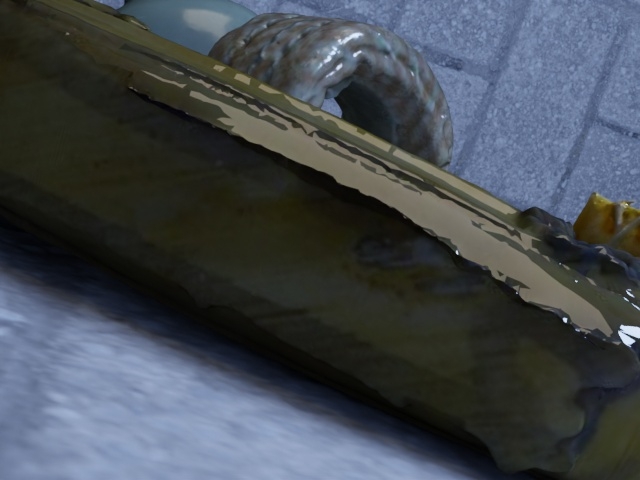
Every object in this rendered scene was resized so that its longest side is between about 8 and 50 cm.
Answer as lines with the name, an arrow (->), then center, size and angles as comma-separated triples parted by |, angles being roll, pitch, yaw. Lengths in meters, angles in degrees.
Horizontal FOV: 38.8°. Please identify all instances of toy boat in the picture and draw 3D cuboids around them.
toy boat -> 0.000, 0.000, 0.461 | 0.445, 0.136, 0.162 | 26, 14, 14

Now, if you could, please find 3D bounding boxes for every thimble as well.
thimble -> 0.004, -0.098, 0.819 | 0.229, 0.196, 0.148 | 9, 12, -47

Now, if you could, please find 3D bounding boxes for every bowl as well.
bowl -> -0.179, -0.245, 1.162 | 0.289, 0.146, 0.289 | -5, -1, 0

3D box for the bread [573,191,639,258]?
bread -> 0.205, 0.060, 0.484 | 0.188, 0.126, 0.068 | 27, 10, 40
